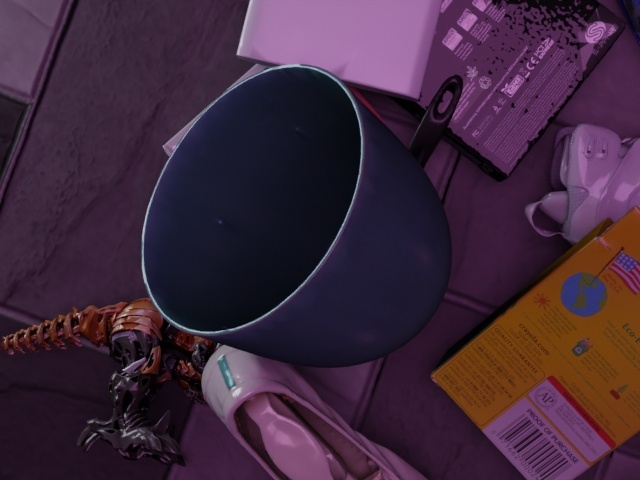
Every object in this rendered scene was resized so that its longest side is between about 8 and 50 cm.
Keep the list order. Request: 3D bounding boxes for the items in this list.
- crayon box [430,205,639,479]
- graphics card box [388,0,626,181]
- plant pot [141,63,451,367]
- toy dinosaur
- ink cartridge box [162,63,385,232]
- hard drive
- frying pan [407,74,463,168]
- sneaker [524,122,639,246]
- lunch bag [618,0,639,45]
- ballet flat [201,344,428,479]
[{"bbox_3d":[0.307,0.122,1.400,0.202,0.081,0.318,48,118,1],"label":"crayon box"},{"bbox_3d":[0.141,-0.269,1.468,0.371,0.094,0.233,37,90,3],"label":"graphics card box"},{"bbox_3d":[0.000,0.000,1.303,0.235,0.293,0.293,31,90,-42],"label":"plant pot"},{"bbox_3d":[-0.199,0.146,1.466,0.321,0.164,0.218,1,74,19],"label":"toy dinosaur"},{"bbox_3d":[-0.053,-0.120,1.471,0.218,0.092,0.158,-42,88,2],"label":"ink cartridge box"},{"bbox_3d":[0.046,-0.336,1.404,0.210,0.040,0.319,14,89,2],"label":"hard drive"},{"bbox_3d":[0.054,-0.039,1.455,0.197,0.053,0.326,5,103,4],"label":"frying pan"},{"bbox_3d":[0.399,-0.114,1.436,0.210,0.137,0.366,31,93,-1],"label":"sneaker"},{"bbox_3d":[0.431,-0.273,1.464,0.128,0.096,0.151,-27,111,4],"label":"lunch bag"},{"bbox_3d":[0.019,0.270,1.381,0.139,0.139,0.400,-43,110,0],"label":"ballet flat"}]
